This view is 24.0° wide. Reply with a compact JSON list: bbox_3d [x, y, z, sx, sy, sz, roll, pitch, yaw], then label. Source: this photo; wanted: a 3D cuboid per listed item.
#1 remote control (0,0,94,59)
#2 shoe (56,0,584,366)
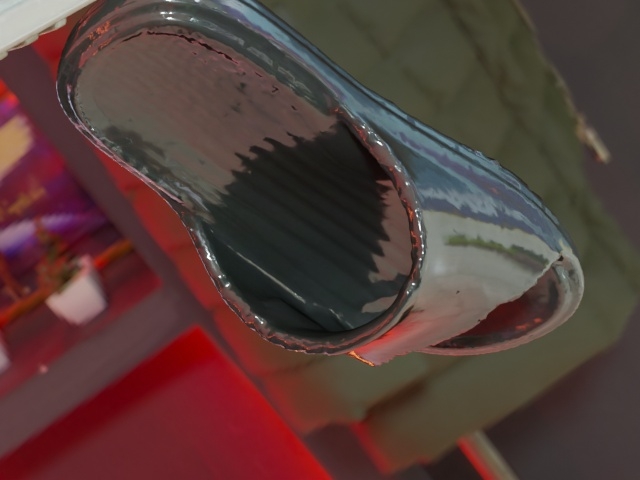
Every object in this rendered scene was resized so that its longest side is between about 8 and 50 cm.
[{"bbox_3d":[-0.206,-0.075,0.652,0.103,0.055,0.277,-9,23,40],"label":"remote control"},{"bbox_3d":[0.000,0.000,0.581,0.108,0.241,0.093,-34,35,33],"label":"shoe"}]
